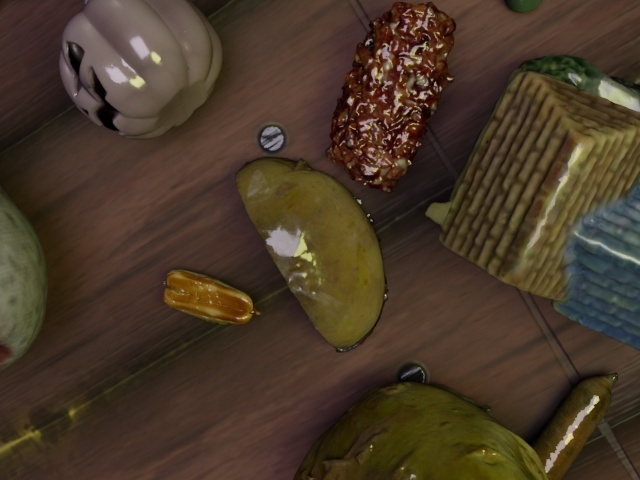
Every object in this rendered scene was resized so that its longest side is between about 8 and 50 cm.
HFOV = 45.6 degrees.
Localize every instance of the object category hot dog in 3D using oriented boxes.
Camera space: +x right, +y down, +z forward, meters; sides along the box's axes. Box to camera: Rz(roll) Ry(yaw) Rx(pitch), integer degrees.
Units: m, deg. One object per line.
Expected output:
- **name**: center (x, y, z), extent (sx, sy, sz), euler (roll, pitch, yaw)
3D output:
- **hot dog**: center (-0.135, 0.072, 0.931), extent (0.133, 0.041, 0.056), euler (16, 96, 15)

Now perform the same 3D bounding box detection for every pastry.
- **pastry**: center (0.079, -0.160, 0.846), extent (0.115, 0.097, 0.208), euler (19, 98, 1)

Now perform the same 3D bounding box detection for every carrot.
- **carrot**: center (0.233, 0.287, 0.872), extent (0.070, 0.070, 0.342), euler (33, 94, 6)

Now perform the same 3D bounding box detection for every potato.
- **potato**: center (0.001, 0.002, 0.869), extent (0.120, 0.100, 0.261), euler (-30, 89, 11)
- **potato**: center (0.097, 0.273, 0.792), extent (0.300, 0.196, 0.246), euler (19, 84, 26)

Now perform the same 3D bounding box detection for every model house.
- **model house**: center (0.288, -0.044, 0.740), extent (0.321, 0.266, 0.261), euler (25, 102, 7)

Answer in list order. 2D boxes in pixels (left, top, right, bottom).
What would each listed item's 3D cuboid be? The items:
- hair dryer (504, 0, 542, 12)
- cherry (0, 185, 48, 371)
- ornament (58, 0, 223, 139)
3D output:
- **hair dryer**: center (0.196, -0.325, 0.841), extent (0.047, 0.071, 0.150), euler (-31, 71, 6)
- **cherry**: center (-0.468, 0.034, 0.856), extent (0.327, 0.291, 0.334), euler (-1, 79, 27)
- **ornament**: center (-0.205, -0.207, 0.853), extent (0.178, 0.177, 0.177), euler (1, 94, 9)
